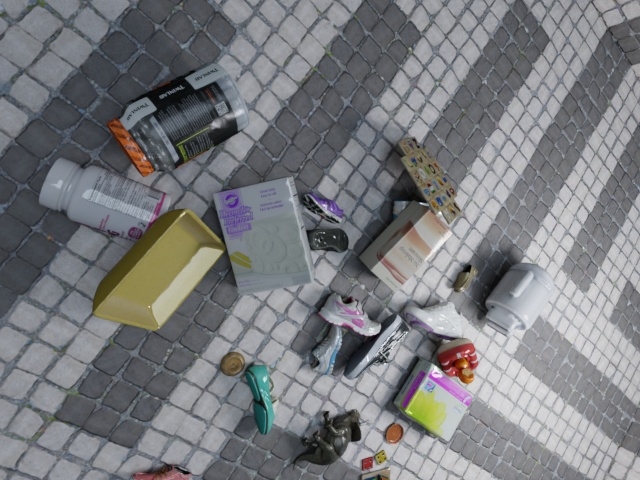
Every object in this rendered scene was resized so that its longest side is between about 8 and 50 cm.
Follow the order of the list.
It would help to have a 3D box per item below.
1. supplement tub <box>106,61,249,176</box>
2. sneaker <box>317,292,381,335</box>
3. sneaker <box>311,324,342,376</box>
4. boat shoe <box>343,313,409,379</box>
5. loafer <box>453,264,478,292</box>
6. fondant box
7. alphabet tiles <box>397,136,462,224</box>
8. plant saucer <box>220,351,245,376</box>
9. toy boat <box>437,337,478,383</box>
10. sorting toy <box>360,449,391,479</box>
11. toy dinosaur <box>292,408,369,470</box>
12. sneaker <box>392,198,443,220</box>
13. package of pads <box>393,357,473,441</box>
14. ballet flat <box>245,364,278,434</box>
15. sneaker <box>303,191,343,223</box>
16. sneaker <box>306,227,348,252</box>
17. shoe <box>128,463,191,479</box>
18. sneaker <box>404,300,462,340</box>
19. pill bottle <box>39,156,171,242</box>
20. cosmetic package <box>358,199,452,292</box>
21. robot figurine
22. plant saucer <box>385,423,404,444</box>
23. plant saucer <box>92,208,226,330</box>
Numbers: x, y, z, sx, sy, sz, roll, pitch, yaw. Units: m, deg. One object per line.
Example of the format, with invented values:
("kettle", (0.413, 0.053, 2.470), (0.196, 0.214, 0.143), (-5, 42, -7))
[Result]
("supplement tub", (-0.388, -0.330, 1.132), (0.338, 0.207, 0.207), (-36, 107, -18))
("sneaker", (0.121, 0.264, 1.466), (0.253, 0.103, 0.111), (24, 86, -25))
("sneaker", (0.017, 0.386, 1.451), (0.083, 0.071, 0.190), (17, 87, -19))
("boat shoe", (0.215, 0.414, 1.516), (0.105, 0.113, 0.306), (48, 66, -5))
("loafer", (0.598, 0.157, 1.698), (0.148, 0.056, 0.050), (-46, 110, -25))
("fondant box", (-0.168, -0.013, 1.260), (0.239, 0.096, 0.329), (-11, 99, 9))
("alphabet tiles", (0.402, -0.225, 1.485), (0.342, 0.011, 0.285), (58, 37, 0))
("plant saucer", (-0.288, 0.410, 1.344), (0.084, 0.015, 0.083), (-2, 95, -23))
("toy boat", (0.558, 0.494, 1.613), (0.151, 0.151, 0.231), (-23, 131, 8))
("sorting toy", (0.225, 0.972, 1.603), (0.133, 0.046, 0.274), (0, 94, -24))
("toy dinosaur", (0.038, 0.727, 1.461), (0.313, 0.121, 0.160), (-44, 97, -19))
("sneaker", (0.380, -0.104, 1.567), (0.229, 0.087, 0.092), (4, 99, -17))
("package of pads", (0.460, 0.650, 1.650), (0.297, 0.101, 0.229), (39, 78, -21))
("ballet flat", (-0.183, 0.529, 1.368), (0.087, 0.083, 0.246), (-18, 104, -36))
("sneaker", (0.011, -0.122, 1.417), (0.170, 0.068, 0.071), (32, 66, -31))
("sneaker", (0.000, 0.000, 1.408), (0.228, 0.131, 0.087), (1, 89, -52))
("shoe", (-0.490, 0.729, 1.258), (0.178, 0.064, 0.081), (36, 79, -28))
("sneaker", (0.453, 0.299, 1.628), (0.305, 0.114, 0.151), (25, 72, -29))
("pill bottle", (-0.569, -0.103, 1.095), (0.283, 0.160, 0.160), (23, 85, -23))
("cosmetic package", (0.304, 0.020, 1.469), (0.153, 0.129, 0.296), (40, 95, -24))
("robot figurine", (0.848, 0.236, 1.734), (0.353, 0.200, 0.299), (-48, 148, -13))
("plant saucer", (0.297, 0.776, 1.637), (0.084, 0.013, 0.083), (-2, 95, -23))
("plant saucer", (-0.438, 0.077, 1.126), (0.081, 0.332, 0.332), (36, 78, 15))
